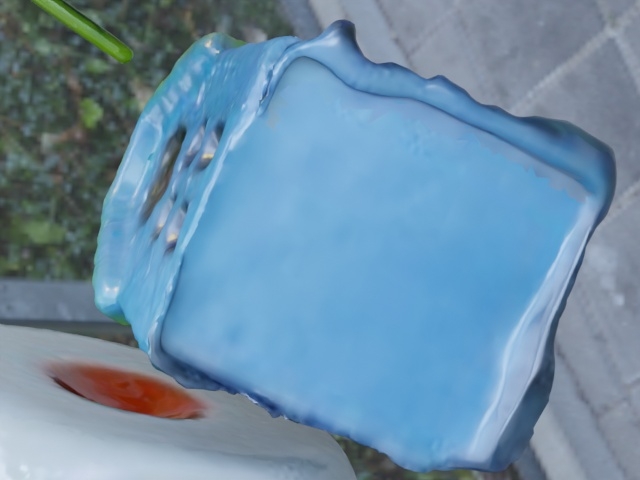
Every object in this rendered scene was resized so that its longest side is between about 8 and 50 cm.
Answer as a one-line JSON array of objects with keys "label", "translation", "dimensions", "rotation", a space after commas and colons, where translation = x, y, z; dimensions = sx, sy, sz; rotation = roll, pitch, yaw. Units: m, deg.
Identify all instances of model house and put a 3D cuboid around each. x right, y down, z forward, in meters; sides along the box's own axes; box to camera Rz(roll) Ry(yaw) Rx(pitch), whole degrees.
[{"label": "model house", "translation": [0.000, 0.000, 0.930], "dimensions": [0.216, 0.237, 0.303], "rotation": [-69, 21, -3]}]

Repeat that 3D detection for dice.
[{"label": "dice", "translation": [-0.169, 0.238, 0.981], "dimensions": [0.277, 0.304, 0.304], "rotation": [26, 102, 57]}]

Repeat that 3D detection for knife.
[{"label": "knife", "translation": [-0.192, -0.163, 0.898], "dimensions": [0.026, 0.184, 0.022], "rotation": [-53, 17, 10]}]
